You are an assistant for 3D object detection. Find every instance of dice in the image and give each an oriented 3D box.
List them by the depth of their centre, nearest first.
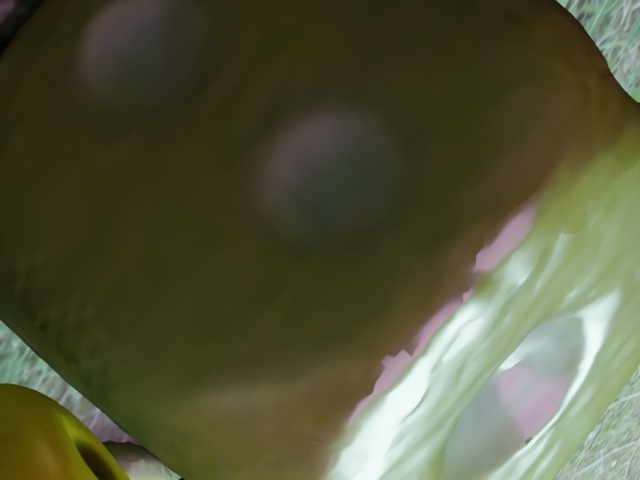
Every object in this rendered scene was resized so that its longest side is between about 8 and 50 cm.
[{"bbox_3d":[0.000,0.000,0.822,0.227,0.233,0.238,-49,152,-7],"label":"dice"}]

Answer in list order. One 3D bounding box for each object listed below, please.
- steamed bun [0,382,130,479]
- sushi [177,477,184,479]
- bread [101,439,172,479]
[{"bbox_3d":[-0.201,0.178,0.597,0.334,0.334,0.374,-47,131,-14],"label":"steamed bun"},{"bbox_3d":[-0.083,0.264,1.030,0.238,0.225,0.218,14,124,-27],"label":"sushi"},{"bbox_3d":[-0.177,0.154,0.846,0.251,0.039,0.182,-29,151,5],"label":"bread"}]
